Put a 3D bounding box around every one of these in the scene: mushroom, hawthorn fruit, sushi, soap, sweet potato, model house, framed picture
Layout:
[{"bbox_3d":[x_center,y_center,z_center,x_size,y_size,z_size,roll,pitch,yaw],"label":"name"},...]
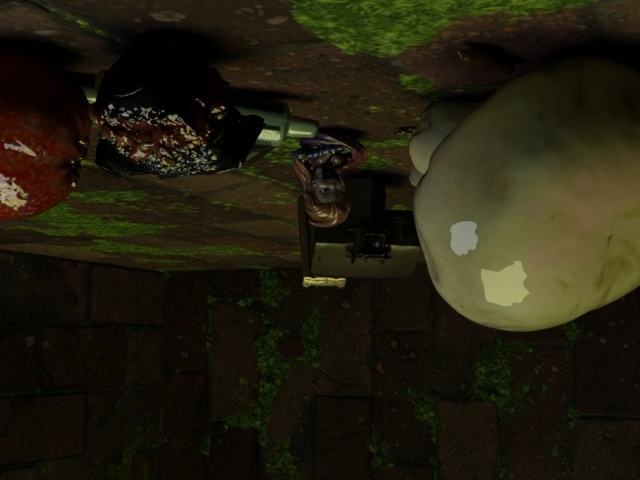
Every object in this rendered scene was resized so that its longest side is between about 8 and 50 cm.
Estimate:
[{"bbox_3d":[0.275,-0.046,1.144,0.325,0.353,0.353,43,161,-12],"label":"mushroom"},{"bbox_3d":[-0.398,-0.129,1.079,0.253,0.205,0.205,16,171,-7],"label":"hawthorn fruit"},{"bbox_3d":[-0.180,-0.153,1.056,0.172,0.153,0.150,21,163,24],"label":"sushi"},{"bbox_3d":[0.000,-0.001,2.018,0.092,0.252,0.037,2,135,-7],"label":"soap"},{"bbox_3d":[0.197,-0.205,1.068,0.115,0.026,0.026,5,172,-45],"label":"sweet potato"},{"bbox_3d":[0.089,-0.021,1.807,0.211,0.205,0.243,2,-178,-5],"label":"model house"},{"bbox_3d":[-0.169,-0.134,1.502,0.168,0.023,0.128,-12,176,-23],"label":"framed picture"}]

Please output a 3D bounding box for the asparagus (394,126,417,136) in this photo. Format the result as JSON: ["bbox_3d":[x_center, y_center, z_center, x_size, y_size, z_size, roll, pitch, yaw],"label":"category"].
[{"bbox_3d":[0.188,-0.171,1.403,0.166,0.013,0.016,-4,155,25],"label":"asparagus"}]

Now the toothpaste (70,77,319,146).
[{"bbox_3d":[-0.193,-0.173,1.231,0.391,0.061,0.099,6,165,-12],"label":"toothpaste"}]

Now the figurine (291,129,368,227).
[{"bbox_3d":[0.011,-0.102,1.491,0.126,0.157,0.114,-1,-164,-33],"label":"figurine"}]

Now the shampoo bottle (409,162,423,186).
[{"bbox_3d":[0.233,-0.122,1.468,0.092,0.092,0.303,4,171,-28],"label":"shampoo bottle"}]
